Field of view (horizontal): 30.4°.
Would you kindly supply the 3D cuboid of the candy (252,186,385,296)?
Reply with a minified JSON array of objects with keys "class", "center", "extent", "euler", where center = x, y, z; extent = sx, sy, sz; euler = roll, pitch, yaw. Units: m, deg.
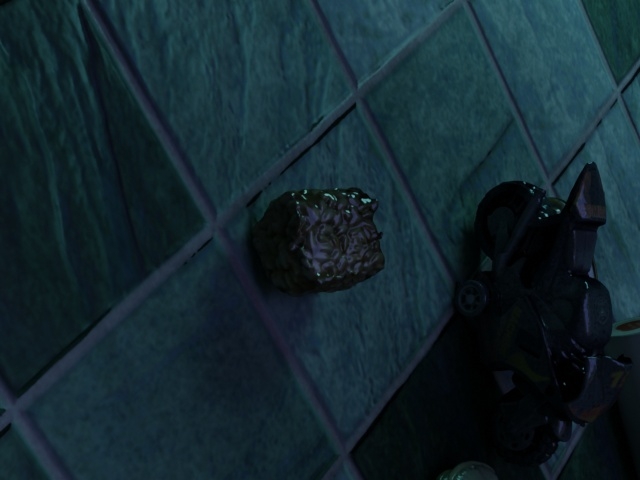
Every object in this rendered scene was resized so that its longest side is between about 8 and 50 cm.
[{"class":"candy","center":[0.000,0.000,1.043],"extent":[0.110,0.085,0.095],"euler":[-14,82,-45]}]

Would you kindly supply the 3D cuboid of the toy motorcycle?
[{"class":"toy motorcycle","center":[0.238,0.079,1.221],"extent":[0.108,0.173,0.307],"euler":[5,79,-46]}]

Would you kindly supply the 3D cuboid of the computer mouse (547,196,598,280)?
[{"class":"computer mouse","center":[0.262,0.052,1.312],"extent":[0.045,0.102,0.199],"euler":[0,80,-32]}]

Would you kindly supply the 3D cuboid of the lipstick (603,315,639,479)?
[{"class":"lipstick","center":[0.426,0.258,1.454],"extent":[0.087,0.087,0.327],"euler":[-24,100,-48]}]

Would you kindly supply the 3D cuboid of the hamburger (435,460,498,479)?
[{"class":"hamburger","center":[0.139,0.273,1.161],"extent":[0.084,0.054,0.121],"euler":[26,60,-38]}]
